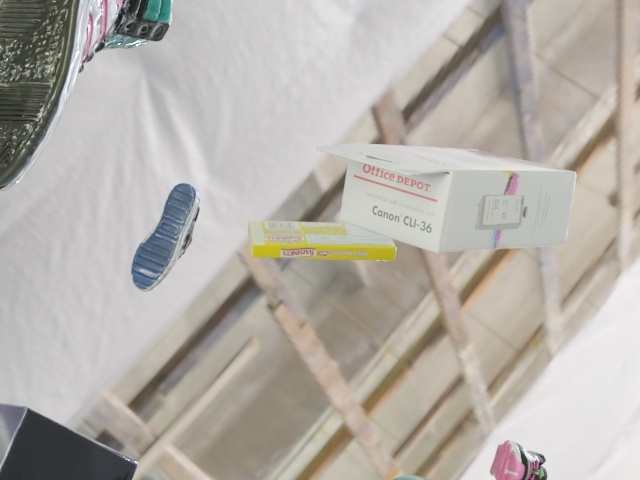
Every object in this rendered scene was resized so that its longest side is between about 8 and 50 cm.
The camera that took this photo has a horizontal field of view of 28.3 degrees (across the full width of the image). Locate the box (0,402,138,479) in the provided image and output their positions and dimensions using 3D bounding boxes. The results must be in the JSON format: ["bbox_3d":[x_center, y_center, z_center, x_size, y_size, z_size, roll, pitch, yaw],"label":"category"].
[{"bbox_3d":[-0.405,0.337,1.418,0.182,0.296,0.294,39,-118,-39],"label":"box"}]

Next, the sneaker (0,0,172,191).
[{"bbox_3d":[-0.220,-0.175,1.107,0.296,0.123,0.178,-70,-18,-1],"label":"sneaker"}]

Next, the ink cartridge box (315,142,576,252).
[{"bbox_3d":[0.098,-0.035,1.020,0.198,0.115,0.067,-1,-76,-42],"label":"ink cartridge box"}]

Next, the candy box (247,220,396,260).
[{"bbox_3d":[0.000,0.000,1.830,0.105,0.205,0.027,-105,18,-68],"label":"candy box"}]

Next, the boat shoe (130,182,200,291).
[{"bbox_3d":[-0.235,0.002,2.009,0.183,0.066,0.066,-61,-18,-5],"label":"boat shoe"}]

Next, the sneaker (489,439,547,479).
[{"bbox_3d":[0.282,0.316,1.762,0.170,0.074,0.063,80,-154,-82],"label":"sneaker"}]

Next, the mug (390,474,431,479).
[{"bbox_3d":[0.159,0.408,1.863,0.157,0.097,0.129,-39,-66,-26],"label":"mug"}]
